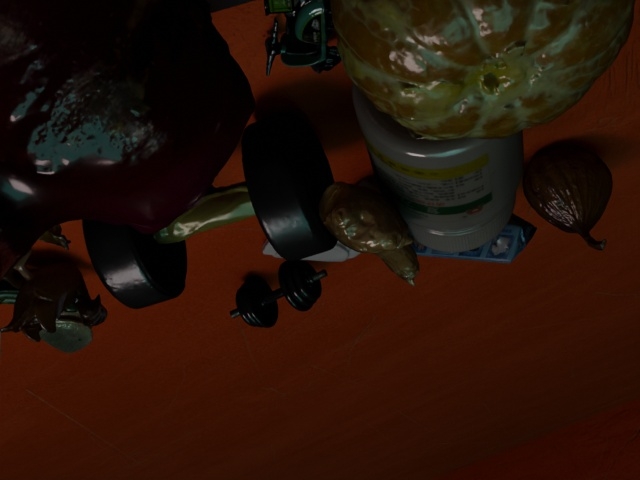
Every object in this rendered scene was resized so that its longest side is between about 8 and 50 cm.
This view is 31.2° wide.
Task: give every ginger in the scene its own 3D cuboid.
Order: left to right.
[{"bbox_3d":[0.086,-0.004,1.572,0.131,0.086,0.294,27,175,27],"label":"ginger"}]

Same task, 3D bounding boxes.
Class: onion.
[{"bbox_3d":[-0.303,-0.106,1.156,0.398,0.420,0.398,32,174,4],"label":"onion"}]

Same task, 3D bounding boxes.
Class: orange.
[{"bbox_3d":[0.172,-0.259,1.226,0.329,0.249,0.329,-11,145,-7],"label":"orange"}]

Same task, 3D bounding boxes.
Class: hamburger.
[{"bbox_3d":[-0.461,0.157,2.090,0.084,0.054,0.121,-21,145,27],"label":"hamburger"}]

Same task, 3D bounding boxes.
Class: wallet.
[{"bbox_3d":[0.000,0.000,1.947,0.182,0.032,0.124,4,149,-24],"label":"wallet"}]

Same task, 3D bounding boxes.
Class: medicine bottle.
[{"bbox_3d":[0.167,-0.127,1.537,0.208,0.208,0.340,-12,154,5],"label":"medicine bottle"}]

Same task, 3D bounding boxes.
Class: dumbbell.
[{"bbox_3d":[-0.151,-0.041,1.613,0.322,0.204,0.204,-17,153,15],"label":"dumbbell"},{"bbox_3d":[-0.076,0.095,2.038,0.208,0.099,0.099,-25,150,26],"label":"dumbbell"}]

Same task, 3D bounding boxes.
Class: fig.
[{"bbox_3d":[0.406,-0.049,1.801,0.146,0.201,0.134,-4,145,-26],"label":"fig"}]

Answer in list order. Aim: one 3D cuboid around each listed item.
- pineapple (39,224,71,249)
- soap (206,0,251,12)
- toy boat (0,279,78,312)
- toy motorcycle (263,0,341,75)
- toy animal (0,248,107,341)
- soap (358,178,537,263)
[{"bbox_3d":[-0.470,-0.115,1.469,0.334,0.158,0.161,17,-177,-36],"label":"pineapple"},{"bbox_3d":[-0.114,-0.339,1.154,0.181,0.081,0.259,-15,155,13],"label":"soap"},{"bbox_3d":[-0.507,0.094,1.934,0.210,0.052,0.104,3,171,-25],"label":"toy boat"},{"bbox_3d":[-0.021,-0.257,1.385,0.100,0.058,0.173,-2,153,1],"label":"toy motorcycle"},{"bbox_3d":[-0.439,0.108,1.852,0.179,0.188,0.089,44,135,-17],"label":"toy animal"},{"bbox_3d":[0.180,-0.030,1.812,0.293,0.156,0.077,6,112,-27],"label":"soap"}]
